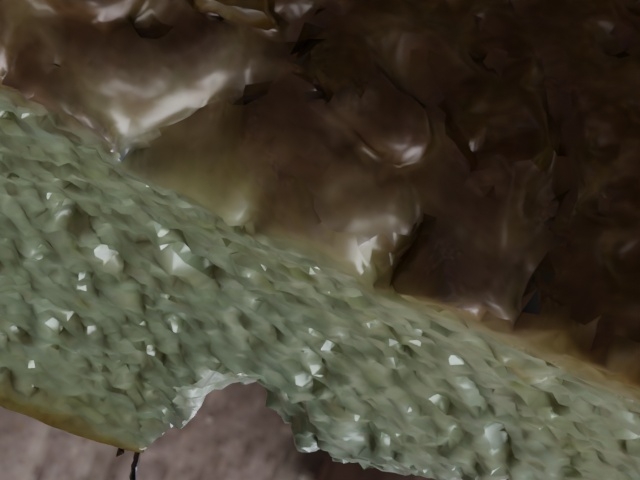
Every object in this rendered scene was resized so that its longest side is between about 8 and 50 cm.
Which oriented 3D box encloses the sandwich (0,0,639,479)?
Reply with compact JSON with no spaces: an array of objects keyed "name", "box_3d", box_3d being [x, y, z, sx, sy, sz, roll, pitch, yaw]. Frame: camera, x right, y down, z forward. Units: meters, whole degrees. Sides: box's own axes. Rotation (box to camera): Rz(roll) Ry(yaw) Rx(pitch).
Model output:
[{"name":"sandwich","box_3d":[0.002,-0.004,0.417,0.254,0.288,0.099,112,2,-68]}]
